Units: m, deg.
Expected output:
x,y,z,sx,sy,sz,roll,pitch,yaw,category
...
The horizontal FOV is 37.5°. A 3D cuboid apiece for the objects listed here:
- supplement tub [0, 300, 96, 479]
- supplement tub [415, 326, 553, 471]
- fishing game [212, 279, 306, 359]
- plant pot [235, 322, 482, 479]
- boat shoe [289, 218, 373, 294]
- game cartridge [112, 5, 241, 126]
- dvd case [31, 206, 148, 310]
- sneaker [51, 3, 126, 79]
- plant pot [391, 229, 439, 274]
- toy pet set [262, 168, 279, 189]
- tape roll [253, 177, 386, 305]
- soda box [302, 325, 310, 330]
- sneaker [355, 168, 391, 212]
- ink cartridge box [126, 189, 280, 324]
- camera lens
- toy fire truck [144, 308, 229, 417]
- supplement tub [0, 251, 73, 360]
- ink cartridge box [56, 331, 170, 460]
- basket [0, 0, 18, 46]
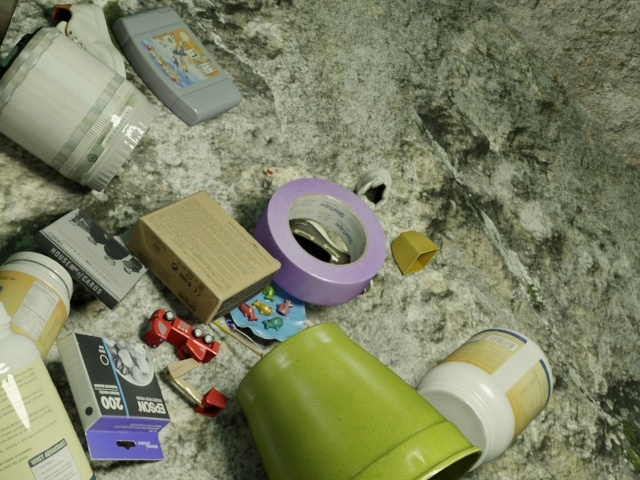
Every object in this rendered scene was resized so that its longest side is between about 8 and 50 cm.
x,y,z,sx,sy,sz,roll,pitch,yaw,category
-0.468,0.270,1.295,0.235,0.235,0.325,-27,96,-50,supplement tub
0.342,0.342,2.033,0.316,0.228,0.228,-26,78,-49,supplement tub
-0.111,0.123,1.920,0.189,0.041,0.264,38,38,9,fishing game
0.038,0.349,1.691,0.366,0.366,0.353,-12,57,-47,plant pot
0.017,0.046,2.095,0.227,0.081,0.068,42,42,3,boat shoe
-0.332,-0.403,2.157,0.297,0.062,0.198,51,35,3,game cartridge
-0.403,0.026,1.676,0.179,0.029,0.239,43,10,-7,dvd case
-0.494,-0.383,1.966,0.123,0.106,0.290,-2,51,-36,sneaker
0.222,0.022,2.301,0.081,0.081,0.083,-13,56,-47,plant pot
-0.074,-0.095,2.156,0.122,0.065,0.114,27,9,-28,toy pet set
0.000,0.000,2.001,0.274,0.090,0.275,16,49,-19,tape roll
0.005,0.260,1.928,0.169,0.053,0.060,48,40,-1,soda box
0.137,-0.116,2.301,0.090,0.115,0.232,42,40,-7,sneaker
-0.227,0.029,1.844,0.234,0.088,0.193,44,37,15,ink cartridge box
-0.474,-0.248,1.770,0.274,0.219,0.219,36,41,-15,camera lens
-0.247,0.225,1.733,0.192,0.047,0.135,34,43,-16,toy fire truck
-0.492,0.129,1.511,0.144,0.144,0.200,34,41,-17,supplement tub
-0.333,0.262,1.568,0.206,0.045,0.208,26,39,-63,ink cartridge box
-0.705,-0.487,1.814,0.226,0.154,0.204,22,45,-24,basket
